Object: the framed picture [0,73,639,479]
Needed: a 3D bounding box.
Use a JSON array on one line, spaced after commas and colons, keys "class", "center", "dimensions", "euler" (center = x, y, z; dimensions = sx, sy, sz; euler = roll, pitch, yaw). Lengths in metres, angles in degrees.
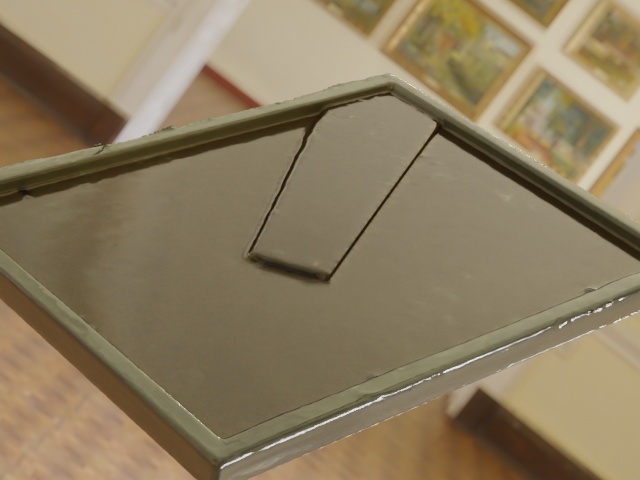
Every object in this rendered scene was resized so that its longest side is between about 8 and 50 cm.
[{"class": "framed picture", "center": [0.000, 0.000, 0.621], "dimensions": [0.250, 0.016, 0.184], "euler": [-18, 41, -41]}]
